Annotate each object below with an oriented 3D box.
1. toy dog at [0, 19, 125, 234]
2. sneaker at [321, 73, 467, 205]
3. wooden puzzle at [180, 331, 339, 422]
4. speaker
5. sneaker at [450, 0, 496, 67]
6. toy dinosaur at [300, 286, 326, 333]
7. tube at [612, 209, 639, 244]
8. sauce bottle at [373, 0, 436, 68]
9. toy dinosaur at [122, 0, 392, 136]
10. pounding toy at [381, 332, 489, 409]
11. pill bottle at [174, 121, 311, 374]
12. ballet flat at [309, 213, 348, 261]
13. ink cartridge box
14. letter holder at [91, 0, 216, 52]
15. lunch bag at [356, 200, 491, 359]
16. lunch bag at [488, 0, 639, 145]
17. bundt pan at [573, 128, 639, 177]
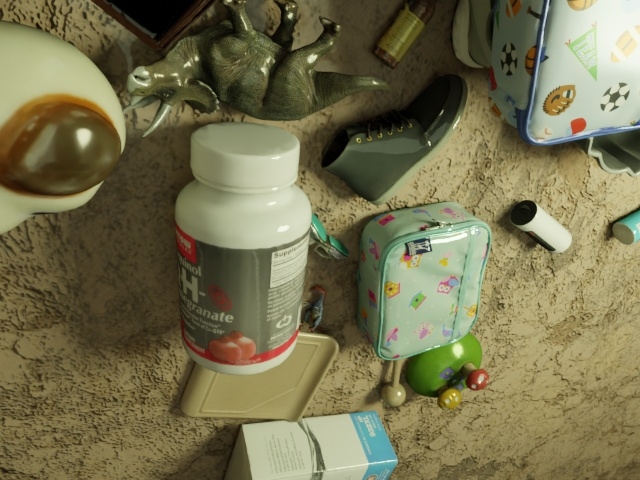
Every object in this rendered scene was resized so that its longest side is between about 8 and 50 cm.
[{"bbox_3d":[-0.370,-0.172,0.403,0.395,0.285,0.408,-53,127,-9],"label":"toy dog"},{"bbox_3d":[0.105,-0.159,0.677,0.118,0.083,0.222,27,109,-32],"label":"sneaker"},{"bbox_3d":[-0.113,0.244,0.876,0.239,0.044,0.220,15,115,-23],"label":"wooden puzzle"},{"bbox_3d":[0.419,-0.026,0.898,0.136,0.055,0.055,28,108,-33],"label":"speaker"},{"bbox_3d":[0.221,-0.347,0.589,0.101,0.108,0.271,-22,124,-5],"label":"sneaker"},{"bbox_3d":[-0.010,0.120,0.849,0.082,0.047,0.090,-59,157,7],"label":"toy dinosaur"},{"bbox_3d":[0.718,-0.059,1.001,0.207,0.052,0.080,-26,131,-10],"label":"tube"},{"bbox_3d":[0.121,-0.291,0.626,0.042,0.042,0.128,29,105,-33],"label":"sauce bottle"},{"bbox_3d":[-0.071,-0.209,0.578,0.314,0.121,0.160,2,132,-27],"label":"toy dinosaur"},{"bbox_3d":[0.263,0.296,1.007,0.237,0.110,0.182,-1,120,-21],"label":"pounding toy"},{"bbox_3d":[-0.105,0.012,0.646,0.177,0.176,0.318,-4,122,-19],"label":"pill bottle"},{"bbox_3d":[0.000,0.000,0.766,0.041,0.041,0.114,-41,125,7],"label":"ballet flat"},{"bbox_3d":[-0.030,0.486,0.993,0.308,0.129,0.223,3,126,-23],"label":"ink cartridge box"},{"bbox_3d":[-0.073,-0.329,0.340,0.152,0.215,0.301,35,70,-33],"label":"letter holder"},{"bbox_3d":[0.183,0.071,0.835,0.224,0.107,0.278,-10,123,-15],"label":"lunch bag"},{"bbox_3d":[0.326,-0.266,0.526,0.244,0.114,0.303,-9,130,-5],"label":"lunch bag"},{"bbox_3d":[0.500,-0.272,0.733,0.331,0.124,0.330,-10,123,-16],"label":"bundt pan"}]
